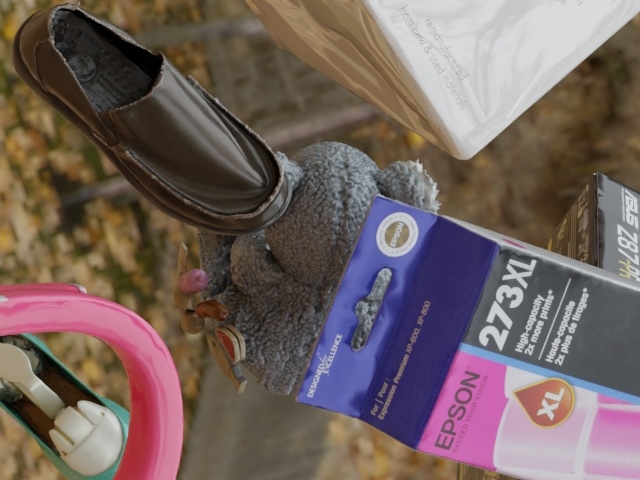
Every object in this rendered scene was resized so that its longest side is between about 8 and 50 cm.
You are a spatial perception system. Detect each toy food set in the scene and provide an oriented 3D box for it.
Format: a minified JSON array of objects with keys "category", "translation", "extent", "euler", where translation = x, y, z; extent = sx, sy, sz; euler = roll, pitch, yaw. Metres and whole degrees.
[{"category":"toy food set","translation":[-0.096,0.063,1.609],"extent":[0.122,0.019,0.078],"euler":[53,-31,34]}]

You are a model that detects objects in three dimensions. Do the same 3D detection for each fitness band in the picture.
[{"category":"fitness band","translation":[-0.213,0.134,1.234],"extent":[0.291,0.054,0.209],"euler":[-4,101,-42]}]

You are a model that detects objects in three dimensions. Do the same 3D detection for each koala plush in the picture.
[{"category":"koala plush","translation":[0.000,0.000,1.620],"extent":[0.221,0.196,0.203],"euler":[114,-18,-53]}]

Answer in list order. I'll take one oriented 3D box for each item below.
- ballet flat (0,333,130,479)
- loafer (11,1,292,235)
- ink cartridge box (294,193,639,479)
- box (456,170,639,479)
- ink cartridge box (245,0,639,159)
[{"category":"ballet flat","translation":[-0.240,0.159,1.782],"extent":[0.247,0.083,0.087],"euler":[37,-4,23]},{"category":"loafer","translation":[-0.114,-0.081,1.306],"extent":[0.220,0.080,0.078],"euler":[34,-16,-4]},{"category":"ink cartridge box","translation":[0.175,0.100,1.540],"extent":[0.371,0.176,0.069],"euler":[18,7,-26]},{"category":"box","translation":[0.250,0.156,2.064],"extent":[0.097,0.318,0.395],"euler":[26,31,-10]},{"category":"ink cartridge box","translation":[0.125,-0.220,0.949],"extent":[0.119,0.353,0.207],"euler":[55,-10,-34]}]
